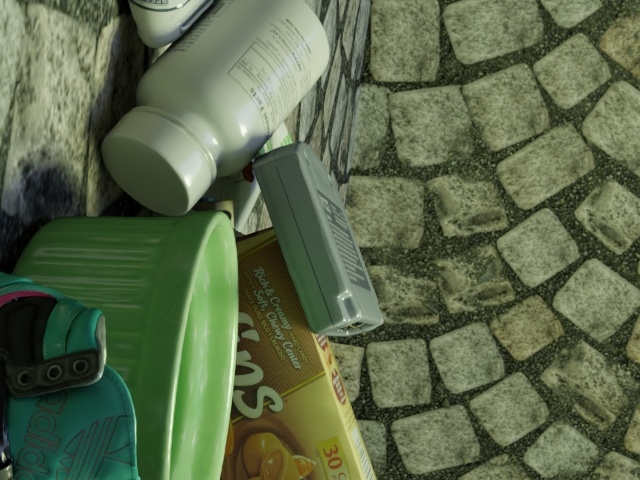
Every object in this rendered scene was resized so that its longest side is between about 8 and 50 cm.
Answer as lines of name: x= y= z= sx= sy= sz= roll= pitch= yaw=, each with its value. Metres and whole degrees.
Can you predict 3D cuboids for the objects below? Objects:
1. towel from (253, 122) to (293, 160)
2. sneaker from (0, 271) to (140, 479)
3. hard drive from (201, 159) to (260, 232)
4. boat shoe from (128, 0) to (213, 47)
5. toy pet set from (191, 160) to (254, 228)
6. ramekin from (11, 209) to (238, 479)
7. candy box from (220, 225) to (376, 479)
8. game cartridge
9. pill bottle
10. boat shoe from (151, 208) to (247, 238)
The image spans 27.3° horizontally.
towel: x=-0.054 y=-0.108 z=1.598 sx=0.248 sy=0.038 sz=0.325 roll=-100 pitch=173 yaw=-53
sneaker: x=-0.200 y=0.128 z=0.781 sx=0.295 sy=0.178 sz=0.123 roll=-72 pitch=169 yaw=-49
hard drive: x=-0.111 y=-0.114 z=1.745 sx=0.318 sy=0.040 sz=0.210 roll=-70 pitch=167 yaw=-56
boat shoe: x=-0.124 y=-0.286 z=1.287 sx=0.084 sy=0.095 sz=0.258 roll=97 pitch=17 yaw=-46
toy pet set: x=-0.135 y=-0.064 z=1.536 sx=0.122 sy=0.065 sz=0.114 roll=-10 pitch=99 yaw=-61
ramekin: x=-0.166 y=0.119 z=1.096 sx=0.303 sy=0.148 sz=0.303 roll=6 pitch=90 yaw=-85
candy box: x=-0.072 y=0.160 z=1.339 sx=0.087 sy=0.183 sz=0.316 roll=-18 pitch=89 yaw=-83
game cartridge: x=0.000 y=0.000 z=1.346 sx=0.294 sy=0.060 sz=0.196 roll=33 pitch=41 yaw=-80
pill bottle: x=-0.101 y=-0.136 z=1.263 sx=0.229 sy=0.131 sz=0.131 roll=-53 pitch=159 yaw=-31
boat shoe: x=-0.105 y=0.041 z=1.502 sx=0.320 sy=0.118 sz=0.103 roll=36 pitch=27 yaw=-50
